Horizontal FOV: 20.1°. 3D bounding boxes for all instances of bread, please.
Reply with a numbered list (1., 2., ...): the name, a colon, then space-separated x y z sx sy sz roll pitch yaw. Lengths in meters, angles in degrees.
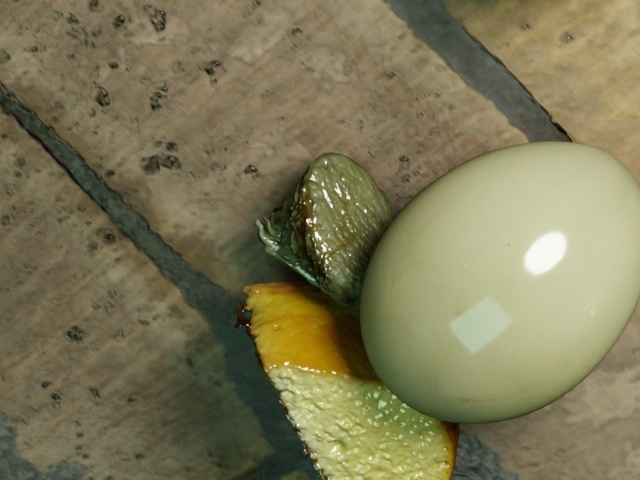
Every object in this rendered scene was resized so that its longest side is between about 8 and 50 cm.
1. bread: 0.044 0.132 1.471 0.134 0.129 0.260 -26 120 8

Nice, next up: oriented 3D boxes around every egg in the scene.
1. egg: 0.139 0.030 1.350 0.242 0.186 0.186 -38 103 8

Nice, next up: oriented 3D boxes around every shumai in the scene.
1. shumai: -0.001 0.000 1.433 0.087 0.099 0.123 -21 74 41
